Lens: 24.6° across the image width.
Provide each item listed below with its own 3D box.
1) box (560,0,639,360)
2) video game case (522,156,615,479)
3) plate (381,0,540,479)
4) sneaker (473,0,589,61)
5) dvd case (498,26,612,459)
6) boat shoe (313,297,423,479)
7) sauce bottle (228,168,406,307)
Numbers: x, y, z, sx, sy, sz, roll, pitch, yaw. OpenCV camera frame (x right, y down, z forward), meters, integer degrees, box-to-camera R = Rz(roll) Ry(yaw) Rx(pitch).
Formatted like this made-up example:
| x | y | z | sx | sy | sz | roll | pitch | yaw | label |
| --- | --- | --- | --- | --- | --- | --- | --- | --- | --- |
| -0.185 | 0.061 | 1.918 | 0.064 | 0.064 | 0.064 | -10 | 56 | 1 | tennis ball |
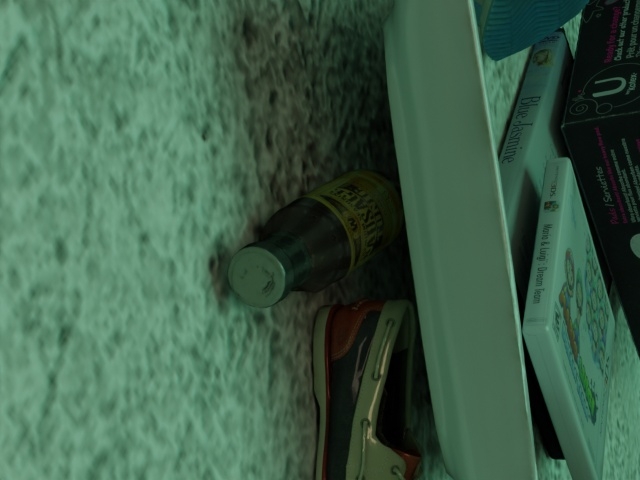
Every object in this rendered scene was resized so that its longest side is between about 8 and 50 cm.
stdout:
| x | y | z | sx | sy | sz | roll | pitch | yaw | label |
| --- | --- | --- | --- | --- | --- | --- | --- | --- | --- |
| 0.276 | -0.047 | 1.058 | 0.163 | 0.142 | 0.247 | -72 | 146 | -45 | box |
| 0.156 | 0.053 | 0.906 | 0.143 | 0.019 | 0.157 | -74 | 150 | -42 | video game case |
| 0.069 | -0.003 | 0.706 | 0.278 | 0.045 | 0.277 | -26 | 108 | -83 | plate |
| 0.103 | -0.192 | 0.849 | 0.092 | 0.087 | 0.229 | 58 | -4 | 31 | sneaker |
| 0.161 | -0.004 | 0.994 | 0.180 | 0.022 | 0.253 | 65 | 30 | -31 | dvd case |
| 0.025 | 0.094 | 0.662 | 0.049 | 0.043 | 0.137 | 13 | 73 | -65 | boat shoe |
| 0.000 | 0.000 | 0.638 | 0.128 | 0.042 | 0.042 | -37 | 116 | -62 | sauce bottle |
